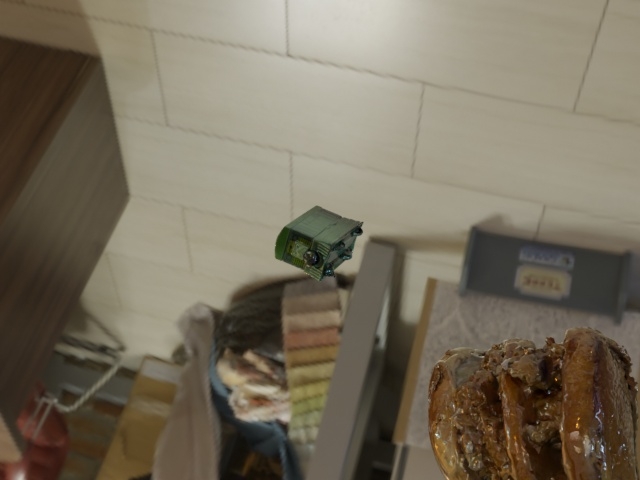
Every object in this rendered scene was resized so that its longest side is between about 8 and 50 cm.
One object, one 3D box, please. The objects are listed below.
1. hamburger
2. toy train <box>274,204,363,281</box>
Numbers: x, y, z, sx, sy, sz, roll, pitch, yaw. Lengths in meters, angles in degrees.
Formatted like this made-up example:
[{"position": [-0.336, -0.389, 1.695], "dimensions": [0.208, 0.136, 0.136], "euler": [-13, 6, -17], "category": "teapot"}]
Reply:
[{"position": [0.243, 0.214, 1.064], "dimensions": [0.211, 0.260, 0.245], "euler": [-15, 101, 24], "category": "hamburger"}, {"position": [0.000, 0.000, 0.841], "dimensions": [0.056, 0.093, 0.038], "euler": [24, 113, 13], "category": "toy train"}]
